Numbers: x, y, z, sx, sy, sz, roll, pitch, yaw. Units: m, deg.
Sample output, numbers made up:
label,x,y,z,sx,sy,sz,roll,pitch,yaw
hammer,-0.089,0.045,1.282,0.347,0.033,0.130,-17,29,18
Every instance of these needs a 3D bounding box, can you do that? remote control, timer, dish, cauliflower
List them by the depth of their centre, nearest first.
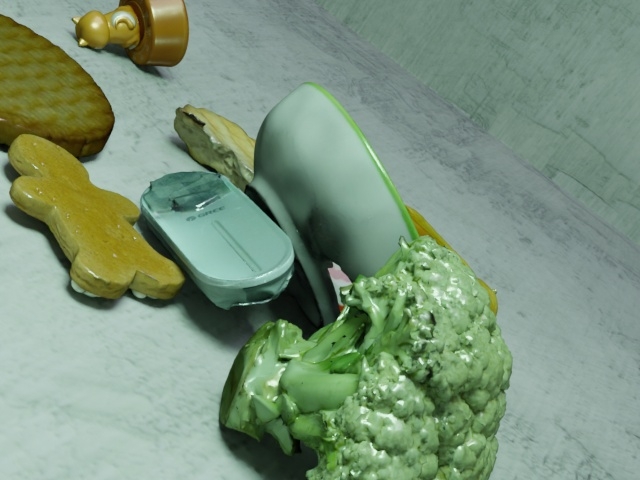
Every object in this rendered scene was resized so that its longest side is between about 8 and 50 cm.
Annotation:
label,x,y,z,sx,sy,sz,roll,pitch,yaw
cauliflower,0.032,0.125,0.918,0.250,0.273,0.275,8,-1,14
remote control,-0.109,-0.006,1.112,0.104,0.052,0.247,-19,34,-20
dish,0.000,0.000,1.174,0.324,0.124,0.324,60,-10,18
timer,-0.287,-0.311,1.569,0.152,0.132,0.132,-14,47,-34

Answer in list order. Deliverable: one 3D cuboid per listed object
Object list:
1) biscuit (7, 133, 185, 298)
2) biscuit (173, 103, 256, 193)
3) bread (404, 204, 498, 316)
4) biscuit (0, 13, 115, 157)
label,x,y,z,sx,sy,sz,roll,pitch,yaw
biscuit,-0.236,-0.022,1.063,0.158,0.035,0.240,14,28,-53
biscuit,-0.115,-0.108,1.426,0.183,0.061,0.118,39,18,4
bread,0.130,0.037,1.437,0.094,0.102,0.245,20,25,-53
biscuit,-0.379,-0.195,1.226,0.317,0.040,0.318,30,21,-13
